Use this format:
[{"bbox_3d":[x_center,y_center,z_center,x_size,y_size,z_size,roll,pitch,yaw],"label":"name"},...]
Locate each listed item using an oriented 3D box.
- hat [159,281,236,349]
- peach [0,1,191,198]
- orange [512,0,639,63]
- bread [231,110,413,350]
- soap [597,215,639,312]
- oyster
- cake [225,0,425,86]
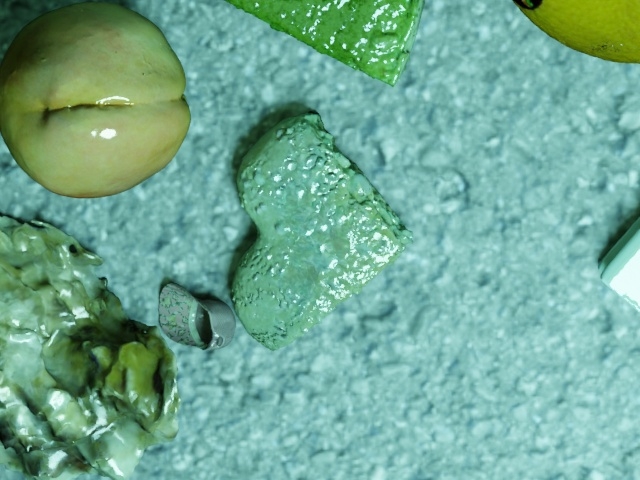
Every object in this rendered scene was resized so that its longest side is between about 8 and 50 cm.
[{"bbox_3d":[-0.115,0.071,1.834,0.087,0.042,0.058,27,117,34],"label":"hat"},{"bbox_3d":[-0.209,-0.125,1.739,0.184,0.184,0.184,1,100,5],"label":"peach"},{"bbox_3d":[0.266,-0.287,1.622,0.274,0.274,0.274,1,100,5],"label":"orange"},{"bbox_3d":[0.000,0.000,1.795,0.172,0.064,0.232,8,102,6],"label":"bread"},{"bbox_3d":[0.362,-0.008,1.758,0.119,0.066,0.198,39,101,-4],"label":"soap"},{"bbox_3d":[-0.299,0.097,1.813,0.238,0.115,0.351,-43,93,10],"label":"oyster"},{"bbox_3d":[-0.025,-0.201,1.744,0.235,0.100,0.099,7,100,4],"label":"cake"}]
